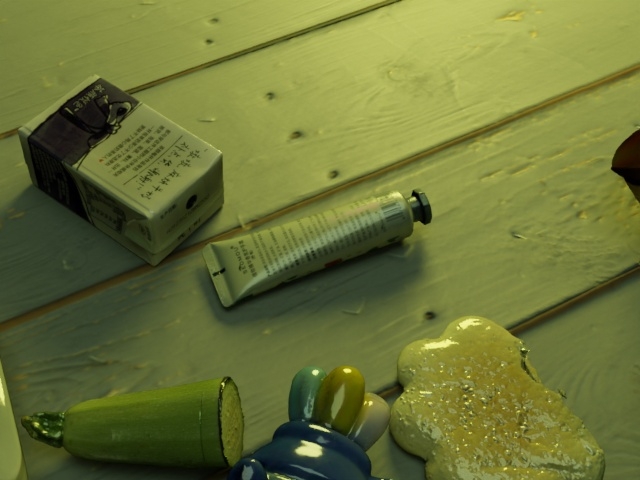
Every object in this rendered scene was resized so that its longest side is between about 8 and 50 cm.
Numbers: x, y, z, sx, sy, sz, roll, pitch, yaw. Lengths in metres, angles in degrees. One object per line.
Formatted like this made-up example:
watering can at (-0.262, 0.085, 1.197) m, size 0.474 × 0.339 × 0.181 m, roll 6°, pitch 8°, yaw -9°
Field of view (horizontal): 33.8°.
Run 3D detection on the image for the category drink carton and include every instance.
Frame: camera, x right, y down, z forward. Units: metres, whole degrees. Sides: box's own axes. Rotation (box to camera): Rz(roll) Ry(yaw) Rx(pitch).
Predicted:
drink carton at (-0.239, -0.089, 1.287) m, size 0.222 × 0.102 × 0.134 m, roll 32°, pitch 55°, yaw 21°

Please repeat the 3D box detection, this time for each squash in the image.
squash at (-0.194, 0.188, 1.075) m, size 0.224 × 0.094 × 0.094 m, roll -2°, pitch 51°, yaw 3°

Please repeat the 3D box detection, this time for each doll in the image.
doll at (0.017, 0.309, 0.949) m, size 0.376 × 0.187 × 0.366 m, roll -20°, pitch 61°, yaw -45°

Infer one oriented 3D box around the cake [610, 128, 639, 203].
cake at (0.473, -0.061, 1.267) m, size 0.207 × 0.178 × 0.185 m, roll -23°, pitch 17°, yaw 12°

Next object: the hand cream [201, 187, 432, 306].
hand cream at (0.000, 0.000, 1.259) m, size 0.276 × 0.059 × 0.095 m, roll -18°, pitch 56°, yaw -10°

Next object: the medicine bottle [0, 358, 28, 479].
medicine bottle at (-0.415, 0.150, 1.077) m, size 0.179 × 0.124 × 0.324 m, roll -14°, pitch 52°, yaw -16°

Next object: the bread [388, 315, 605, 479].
bread at (0.174, 0.194, 1.118) m, size 0.181 × 0.039 × 0.251 m, roll -23°, pitch 56°, yaw -20°
